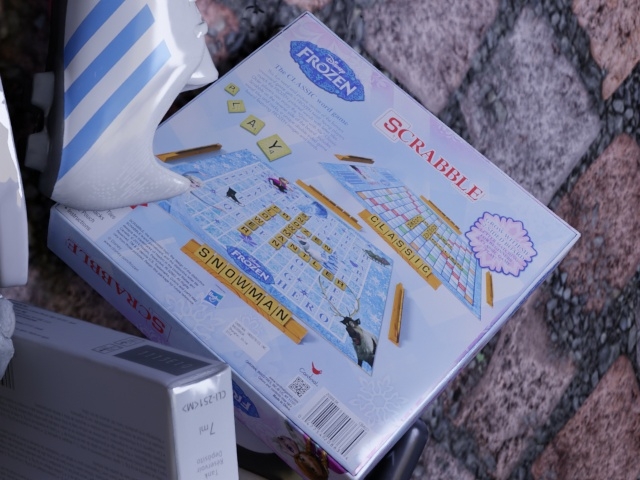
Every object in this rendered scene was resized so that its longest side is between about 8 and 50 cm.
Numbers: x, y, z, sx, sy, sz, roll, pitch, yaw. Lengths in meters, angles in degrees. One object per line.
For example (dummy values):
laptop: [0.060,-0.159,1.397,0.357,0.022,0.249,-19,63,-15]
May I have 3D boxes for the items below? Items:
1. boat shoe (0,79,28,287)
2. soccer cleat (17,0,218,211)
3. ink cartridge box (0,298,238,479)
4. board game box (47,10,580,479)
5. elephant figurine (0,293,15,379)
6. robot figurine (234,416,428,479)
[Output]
boat shoe: [-0.269,-0.088,0.976,0.088,0.096,0.268,-12,114,-14]
soccer cleat: [-0.144,-0.186,1.039,0.143,0.116,0.331,6,94,-20]
ink cartridge box: [-0.165,0.183,0.991,0.060,0.275,0.239,-16,109,-43]
board game box: [0.000,0.000,1.128,0.318,0.318,0.066,-42,167,-31]
elephant figurine: [-0.334,0.032,0.905,0.169,0.186,0.239,-37,117,7]
robot figurine: [-0.033,0.152,1.189,0.173,0.209,0.278,43,66,-56]
